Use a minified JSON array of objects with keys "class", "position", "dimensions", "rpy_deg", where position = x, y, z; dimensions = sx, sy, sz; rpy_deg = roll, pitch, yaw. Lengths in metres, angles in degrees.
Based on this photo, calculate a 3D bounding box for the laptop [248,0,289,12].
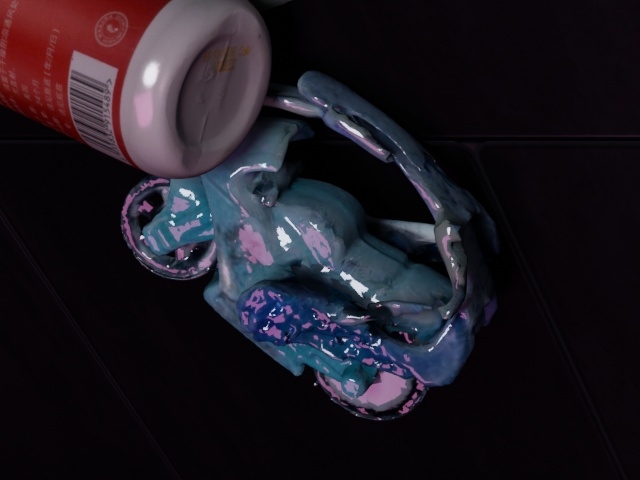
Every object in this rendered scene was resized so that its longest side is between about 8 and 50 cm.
[{"class":"laptop","position":[-0.049,-0.227,1.165],"dimensions":[0.269,0.015,0.187],"rpy_deg":[-14,125,47]}]

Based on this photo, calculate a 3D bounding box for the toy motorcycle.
[{"class":"toy motorcycle","position":[0.000,0.000,1.306],"dimensions":[0.260,0.154,0.206],"rpy_deg":[37,122,2]}]

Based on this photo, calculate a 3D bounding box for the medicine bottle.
[{"class":"medicine bottle","position":[-0.161,-0.138,1.246],"dimensions":[0.250,0.131,0.131],"rpy_deg":[26,146,29]}]
